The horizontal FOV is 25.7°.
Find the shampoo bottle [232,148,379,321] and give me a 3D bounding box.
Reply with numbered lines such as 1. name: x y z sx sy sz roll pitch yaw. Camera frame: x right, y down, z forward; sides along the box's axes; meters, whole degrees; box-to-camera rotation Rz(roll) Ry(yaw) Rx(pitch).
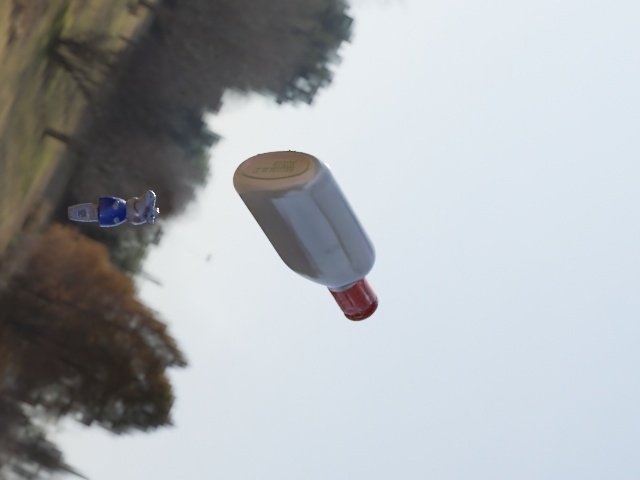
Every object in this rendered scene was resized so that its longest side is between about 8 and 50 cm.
1. shampoo bottle: 0.000 0.000 1.382 0.108 0.221 0.051 -1 -129 29

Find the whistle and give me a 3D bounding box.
1. whistle: -0.192 -0.029 1.301 0.029 0.083 0.033 -121 -151 -72
